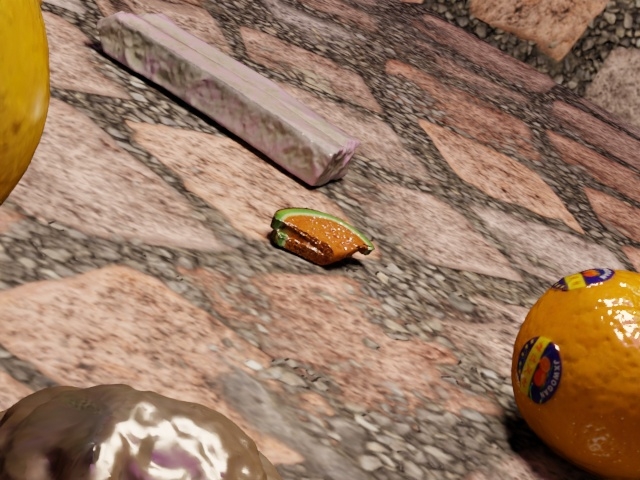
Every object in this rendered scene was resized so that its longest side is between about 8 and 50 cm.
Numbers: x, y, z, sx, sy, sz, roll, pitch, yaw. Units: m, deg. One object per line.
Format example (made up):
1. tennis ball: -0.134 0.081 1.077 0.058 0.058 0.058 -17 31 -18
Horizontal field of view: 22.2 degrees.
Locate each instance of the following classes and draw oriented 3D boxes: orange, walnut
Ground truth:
1. orange: 0.234 0.107 1.274 0.178 0.155 0.177 16 21 -6
2. walnut: -0.093 0.156 0.682 0.178 0.178 0.230 27 30 0

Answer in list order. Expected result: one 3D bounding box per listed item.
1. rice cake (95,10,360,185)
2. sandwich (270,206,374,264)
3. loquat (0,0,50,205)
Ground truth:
1. rice cake: -0.093 -0.149 1.679 0.298 0.050 0.106 33 20 18
2. sandwich: -0.004 -0.002 1.446 0.069 0.026 0.101 41 25 25
3. loquat: -0.283 -0.115 0.977 0.275 0.275 0.275 24 18 -9
